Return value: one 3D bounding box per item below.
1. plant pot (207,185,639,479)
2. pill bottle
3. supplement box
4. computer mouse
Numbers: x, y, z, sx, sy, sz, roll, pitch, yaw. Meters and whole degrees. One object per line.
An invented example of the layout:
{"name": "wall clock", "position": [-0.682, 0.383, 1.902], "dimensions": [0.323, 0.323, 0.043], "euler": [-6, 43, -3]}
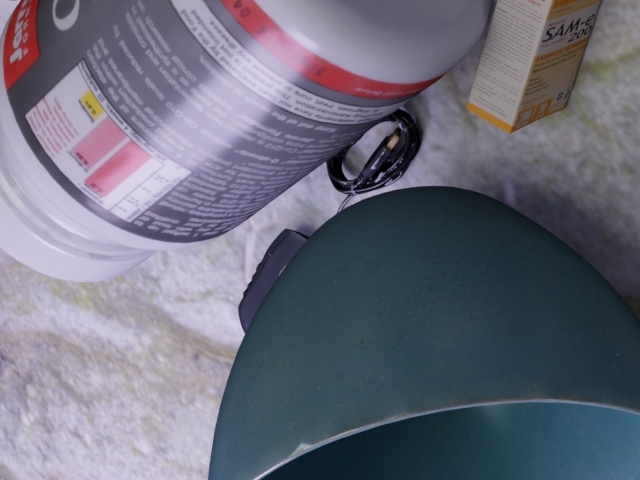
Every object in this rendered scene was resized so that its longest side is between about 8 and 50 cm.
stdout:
{"name": "plant pot", "position": [0.069, 0.084, 0.999], "dimensions": [0.290, 0.290, 0.195], "euler": [-47, 40, 43]}
{"name": "pill bottle", "position": [-0.079, -0.118, 1.052], "dimensions": [0.363, 0.210, 0.210], "euler": [-34, 84, 44]}
{"name": "supplement box", "position": [0.128, -0.118, 0.972], "dimensions": [0.036, 0.062, 0.098], "euler": [34, 128, 28]}
{"name": "computer mouse", "position": [0.000, 0.000, 1.153], "dimensions": [0.071, 0.041, 0.242], "euler": [44, 131, 20]}
